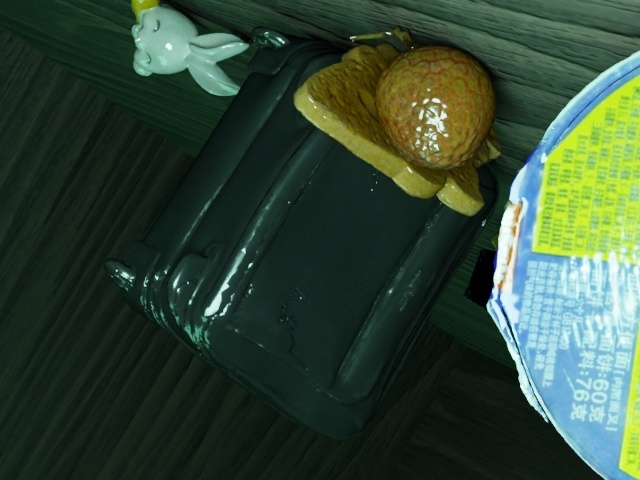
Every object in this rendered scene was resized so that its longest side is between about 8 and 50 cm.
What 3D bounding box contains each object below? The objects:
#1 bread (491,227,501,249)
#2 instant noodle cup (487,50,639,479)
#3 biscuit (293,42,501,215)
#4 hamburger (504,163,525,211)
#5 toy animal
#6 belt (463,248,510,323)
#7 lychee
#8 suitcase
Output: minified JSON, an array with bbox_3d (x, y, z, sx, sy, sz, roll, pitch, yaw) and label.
[{"bbox_3d":[0.253,0.009,2.126,0.052,0.044,0.157,26,179,-15],"label":"bread"},{"bbox_3d":[0.229,0.010,1.090,0.284,0.284,0.312,32,-177,-4],"label":"instant noodle cup"},{"bbox_3d":[0.071,-0.102,1.552,0.280,0.043,0.183,2,-128,-48],"label":"biscuit"},{"bbox_3d":[0.247,-0.018,1.726,0.140,0.062,0.133,35,178,0],"label":"hamburger"},{"bbox_3d":[-0.164,-0.243,2.049,0.127,0.131,0.181,-1,-164,-20],"label":"toy animal"},{"bbox_3d":[0.285,0.074,2.212,0.198,0.078,0.151,21,-171,7],"label":"belt"},{"bbox_3d":[0.093,-0.125,1.471,0.114,0.140,0.101,-1,165,-9],"label":"lychee"},{"bbox_3d":[0.000,0.000,1.783,0.188,0.345,0.339,21,167,48],"label":"suitcase"}]
